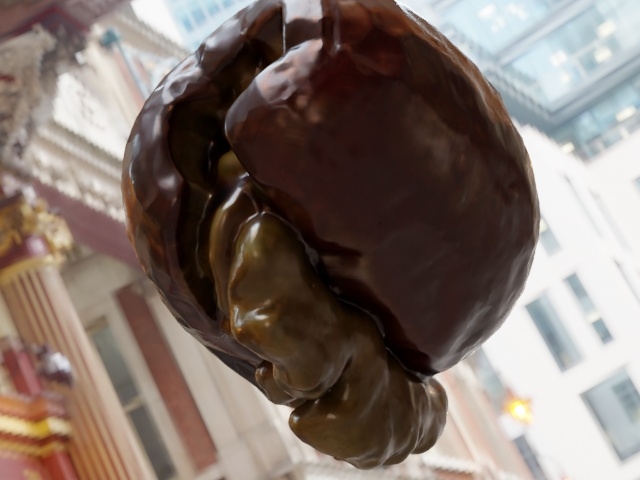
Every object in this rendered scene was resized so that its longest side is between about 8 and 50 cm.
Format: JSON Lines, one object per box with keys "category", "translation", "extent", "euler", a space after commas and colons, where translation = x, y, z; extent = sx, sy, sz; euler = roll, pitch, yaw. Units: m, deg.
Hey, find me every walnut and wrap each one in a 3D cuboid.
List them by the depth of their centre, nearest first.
{"category": "walnut", "translation": [0.000, 0.000, 0.827], "extent": [0.221, 0.244, 0.269], "euler": [-6, -25, 28]}
